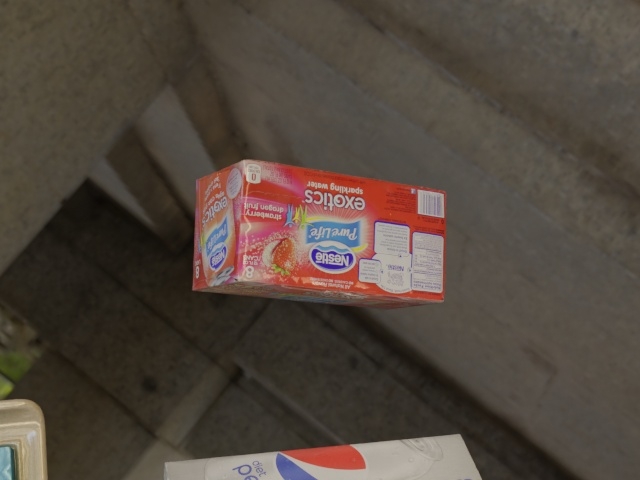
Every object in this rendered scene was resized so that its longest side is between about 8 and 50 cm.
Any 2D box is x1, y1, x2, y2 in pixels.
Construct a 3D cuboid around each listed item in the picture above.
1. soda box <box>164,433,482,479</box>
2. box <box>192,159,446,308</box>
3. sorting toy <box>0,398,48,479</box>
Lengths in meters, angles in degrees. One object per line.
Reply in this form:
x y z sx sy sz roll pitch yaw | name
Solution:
0.003 0.251 1.013 0.091 0.286 0.098 -113 24 -54 | soda box
0.000 0.000 1.209 0.257 0.128 0.122 7 169 -29 | box
-0.307 0.234 0.860 0.038 0.193 0.208 111 153 -76 | sorting toy
